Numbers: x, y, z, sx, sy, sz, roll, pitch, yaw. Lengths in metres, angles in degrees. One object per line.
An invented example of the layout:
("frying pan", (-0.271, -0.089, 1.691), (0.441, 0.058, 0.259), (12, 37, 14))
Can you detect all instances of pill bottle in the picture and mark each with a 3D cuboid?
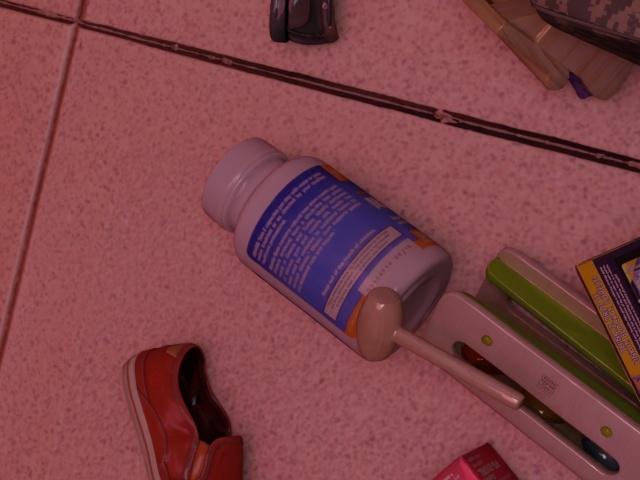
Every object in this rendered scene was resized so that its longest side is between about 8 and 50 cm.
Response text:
("pill bottle", (0.000, 0.000, 1.311), (0.272, 0.152, 0.152), (38, 105, 21))

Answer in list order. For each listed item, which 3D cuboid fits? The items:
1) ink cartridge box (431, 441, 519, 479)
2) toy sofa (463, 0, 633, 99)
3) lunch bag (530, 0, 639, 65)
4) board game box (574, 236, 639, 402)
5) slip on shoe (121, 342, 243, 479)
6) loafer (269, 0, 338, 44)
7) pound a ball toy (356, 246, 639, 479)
("ink cartridge box", (0.182, 0.367, 1.247), (0.172, 0.100, 0.237), (-45, 72, 19))
("toy sofa", (0.312, -0.331, 1.177), (0.362, 0.177, 0.150), (-49, 39, 17))
("lunch bag", (0.369, -0.265, 1.020), (0.212, 0.305, 0.256), (37, 108, 61))
("board game box", (0.334, 0.069, 1.058), (0.141, 0.048, 0.170), (-28, 84, 35))
("slip on shoe", (-0.139, 0.274, 1.399), (0.101, 0.123, 0.331), (-28, 73, 19))
("loafer", (-0.002, -0.362, 1.361), (0.084, 0.096, 0.267), (9, 101, 6))
("pound a ball toy", (0.202, 0.150, 1.181), (0.319, 0.208, 0.135), (37, 133, 20))
